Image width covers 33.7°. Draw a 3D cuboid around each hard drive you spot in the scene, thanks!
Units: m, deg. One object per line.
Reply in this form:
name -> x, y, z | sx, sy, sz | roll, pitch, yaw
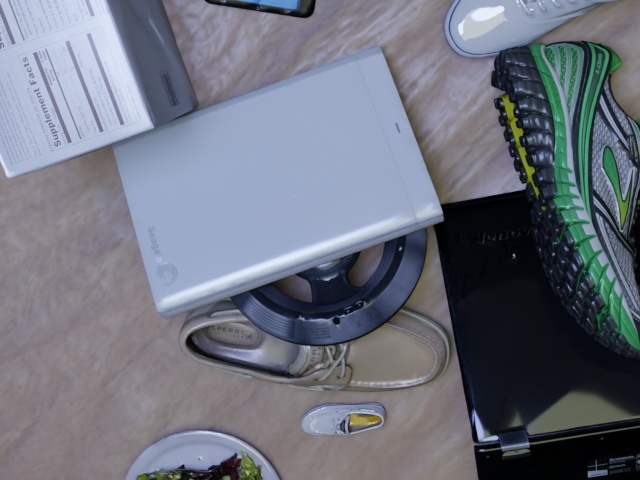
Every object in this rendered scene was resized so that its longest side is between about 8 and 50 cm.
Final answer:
hard drive -> -0.049, -0.063, 1.111 | 0.307, 0.040, 0.203 | -19, 71, 2

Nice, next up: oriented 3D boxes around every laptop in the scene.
laptop -> 0.351, 0.156, 1.201 | 0.381, 0.236, 0.408 | -10, 129, 5

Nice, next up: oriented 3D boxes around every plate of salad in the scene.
plate of salad -> -0.139, 0.320, 1.242 | 0.199, 0.048, 0.200 | 1, 101, 3

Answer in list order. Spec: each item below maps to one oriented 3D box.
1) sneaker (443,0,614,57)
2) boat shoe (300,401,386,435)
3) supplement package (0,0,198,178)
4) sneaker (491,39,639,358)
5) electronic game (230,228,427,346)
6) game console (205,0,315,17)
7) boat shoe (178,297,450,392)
sneaker -> 0.245, -0.267, 1.080 | 0.258, 0.091, 0.094 | -28, 99, 8
boat shoe -> 0.026, 0.209, 1.217 | 0.100, 0.035, 0.035 | -5, 101, 3
supplement package -> -0.237, -0.192, 1.031 | 0.145, 0.262, 0.204 | -18, 100, 6
sneaker -> 0.289, -0.049, 1.072 | 0.146, 0.134, 0.344 | -14, 83, -2
electronic game -> 0.000, 0.000, 1.131 | 0.229, 0.048, 0.229 | -2, 73, 7
game console -> -0.058, -0.294, 1.096 | 0.122, 0.107, 0.071 | 7, 74, -6
boat shoe -> -0.006, 0.120, 1.168 | 0.302, 0.098, 0.109 | 8, 102, 1
